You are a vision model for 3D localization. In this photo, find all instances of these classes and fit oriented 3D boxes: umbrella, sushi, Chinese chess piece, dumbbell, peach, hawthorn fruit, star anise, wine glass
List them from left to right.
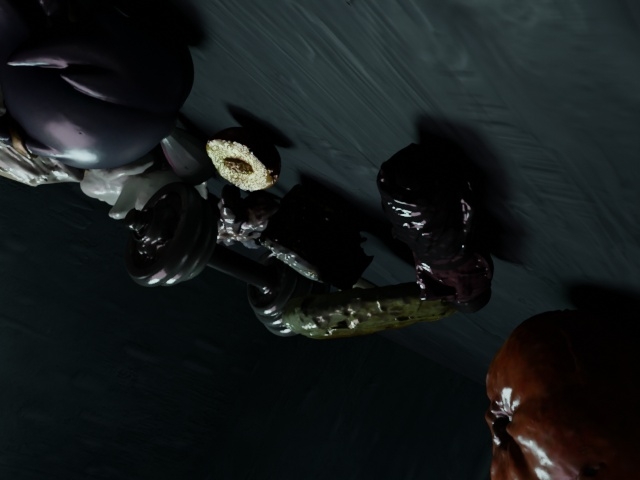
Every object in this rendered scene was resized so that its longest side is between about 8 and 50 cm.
[{"bbox_3d":[-0.217,-0.146,1.012,0.073,0.073,0.155,26,170,22],"label":"wine glass"},{"bbox_3d":[-0.147,0.039,1.129,0.406,0.179,0.179,28,174,-37],"label":"dumbbell"},{"bbox_3d":[-0.161,-0.033,1.268,0.236,0.093,0.229,-12,154,25],"label":"star anise"},{"bbox_3d":[-0.090,-0.109,0.831,0.098,0.061,0.098,17,150,10],"label":"peach"},{"bbox_3d":[0.000,0.000,1.006,0.147,0.115,0.212,30,174,19],"label":"sushi"},{"bbox_3d":[0.104,0.129,1.672,0.122,0.051,0.122,28,172,5],"label":"Chinese chess piece"},{"bbox_3d":[0.128,0.002,0.676,0.090,0.094,0.326,-19,154,12],"label":"umbrella"},{"bbox_3d":[0.338,0.221,0.755,0.307,0.276,0.276,12,175,-12],"label":"hawthorn fruit"}]

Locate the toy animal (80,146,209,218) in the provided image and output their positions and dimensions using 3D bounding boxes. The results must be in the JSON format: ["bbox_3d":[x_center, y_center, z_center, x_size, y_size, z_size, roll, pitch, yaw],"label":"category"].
[{"bbox_3d":[-0.349,-0.120,1.299,0.289,0.174,0.249,29,-176,-9],"label":"toy animal"}]

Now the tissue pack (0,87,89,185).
[{"bbox_3d":[-0.560,-0.251,1.009,0.390,0.195,0.375,43,-176,37],"label":"tissue pack"}]

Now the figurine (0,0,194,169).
[{"bbox_3d":[-0.252,-0.180,0.615,0.265,0.197,0.175,26,-152,0],"label":"figurine"}]

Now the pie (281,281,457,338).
[{"bbox_3d":[0.086,0.105,1.017,0.306,0.071,0.306,-9,174,-1],"label":"pie"}]
